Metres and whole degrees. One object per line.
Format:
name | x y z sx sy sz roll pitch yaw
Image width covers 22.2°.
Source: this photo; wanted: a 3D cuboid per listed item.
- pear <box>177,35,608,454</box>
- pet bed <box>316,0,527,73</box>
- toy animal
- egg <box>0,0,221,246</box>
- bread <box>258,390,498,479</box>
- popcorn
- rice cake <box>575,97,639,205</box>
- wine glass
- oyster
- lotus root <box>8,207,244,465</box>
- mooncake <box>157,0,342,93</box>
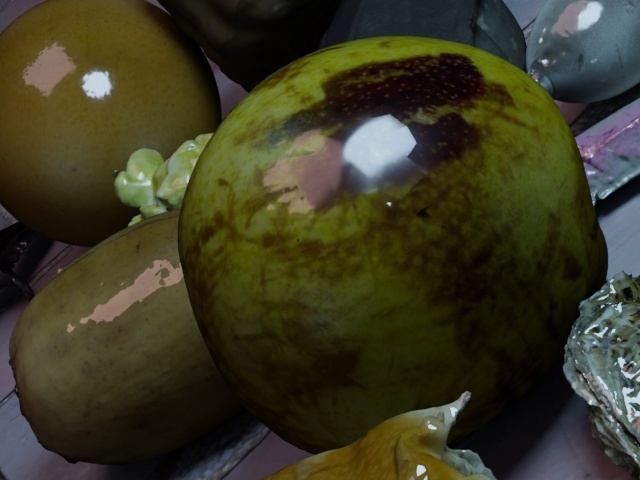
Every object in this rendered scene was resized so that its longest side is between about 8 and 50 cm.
pear | 0.048 0.001 1.044 0.283 0.283 0.283 -31 26 16
pet bed | 0.072 -0.147 1.383 0.183 0.159 0.211 -23 28 29
toy animal | -0.391 0.018 1.742 0.197 0.272 0.160 -25 63 17
egg | -0.225 -0.128 1.644 0.250 0.250 0.322 -35 21 7
bread | 0.020 0.250 0.690 0.250 0.225 0.279 -30 29 14
popcorn | -0.094 -0.035 1.451 0.141 0.162 0.135 -12 -44 -55
rice cake | 0.234 -0.074 1.164 0.290 0.051 0.081 -31 24 16
wine glass | 0.208 -0.155 1.268 0.222 0.103 0.103 -38 23 -21
oyster | 0.204 0.073 0.952 0.125 0.064 0.177 16 46 43
lotus root | -0.098 0.055 1.272 0.310 0.183 0.183 -31 25 3
mooncake | -0.006 -0.289 1.562 0.324 0.187 0.324 -35 -18 -13
